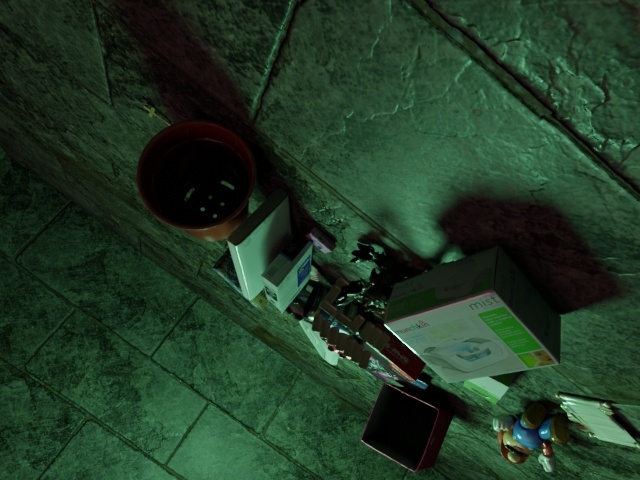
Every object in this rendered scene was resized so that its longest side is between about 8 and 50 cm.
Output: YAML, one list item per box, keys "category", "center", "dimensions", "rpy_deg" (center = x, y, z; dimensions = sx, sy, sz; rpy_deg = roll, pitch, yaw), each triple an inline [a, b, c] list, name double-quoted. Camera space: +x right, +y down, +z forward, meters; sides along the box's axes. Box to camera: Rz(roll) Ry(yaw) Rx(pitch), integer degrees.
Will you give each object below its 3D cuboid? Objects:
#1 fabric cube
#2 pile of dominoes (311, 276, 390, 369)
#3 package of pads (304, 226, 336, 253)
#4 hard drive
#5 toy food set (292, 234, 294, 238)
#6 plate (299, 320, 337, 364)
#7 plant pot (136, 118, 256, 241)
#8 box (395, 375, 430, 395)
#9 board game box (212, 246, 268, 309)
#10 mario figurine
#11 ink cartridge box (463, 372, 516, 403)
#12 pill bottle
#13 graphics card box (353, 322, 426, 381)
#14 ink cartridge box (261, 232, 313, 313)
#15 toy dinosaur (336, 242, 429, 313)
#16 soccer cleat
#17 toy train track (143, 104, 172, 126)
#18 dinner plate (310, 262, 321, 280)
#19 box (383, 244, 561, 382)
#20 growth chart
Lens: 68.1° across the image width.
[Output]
- category: "fabric cube"
  center: [0.366, 0.764, 1.949]
  dimensions: [0.259, 0.254, 0.258]
  rpy_deg: [18, 170, 34]
- category: "pile of dominoes"
  center: [0.101, 0.263, 1.504]
  dimensions: [0.251, 0.196, 0.040]
  rpy_deg: [38, 179, -5]
- category: "package of pads"
  center: [0.000, 0.000, 1.309]
  dimensions: [0.083, 0.032, 0.050]
  rpy_deg: [40, 158, -11]
- category: "hard drive"
  center: [-0.155, 0.020, 1.307]
  dimensions: [0.040, 0.203, 0.308]
  rpy_deg: [33, 153, 18]
- category: "toy food set"
  center: [-0.106, -0.008, 1.460]
  dimensions: [0.083, 0.020, 0.083]
  rpy_deg: [25, 156, 24]
- category: "plate"
  center: [-0.019, 0.382, 1.950]
  dimensions: [0.277, 0.045, 0.278]
  rpy_deg: [54, 164, 20]
- category: "plant pot"
  center: [-0.294, -0.123, 1.212]
  dimensions: [0.272, 0.272, 0.265]
  rpy_deg: [34, 165, 4]
- category: "box"
  center: [0.363, 0.558, 1.906]
  dimensions: [0.136, 0.037, 0.225]
  rpy_deg: [28, 159, 16]
- category: "board game box"
  center: [-0.254, 0.115, 1.730]
  dimensions: [0.042, 0.165, 0.243]
  rpy_deg: [3, 141, 53]
- category: "mario figurine"
  center: [0.638, 0.627, 1.466]
  dimensions: [0.321, 0.170, 0.198]
  rpy_deg: [90, 157, -55]
- category: "ink cartridge box"
  center: [0.487, 0.399, 1.374]
  dimensions: [0.108, 0.062, 0.209]
  rpy_deg: [26, 156, 23]
- category: "pill bottle"
  center: [0.063, 0.243, 1.565]
  dimensions: [0.219, 0.123, 0.123]
  rpy_deg: [25, 160, -11]
- category: "graphics card box"
  center: [0.206, 0.421, 1.780]
  dimensions: [0.232, 0.094, 0.371]
  rpy_deg: [39, 159, -7]
- category: "ink cartridge box"
  center: [-0.097, 0.109, 1.435]
  dimensions: [0.065, 0.165, 0.333]
  rpy_deg: [35, 160, 12]
- category: "toy dinosaur"
  center: [0.177, 0.111, 1.190]
  dimensions: [0.218, 0.164, 0.322]
  rpy_deg: [26, 136, -14]
- category: "soccer cleat"
  center: [0.026, 0.278, 1.695]
  dimensions: [0.331, 0.143, 0.116]
  rpy_deg: [39, 130, 9]
- category: "toy train track"
  center: [-0.437, -0.340, 1.278]
  dimensions: [0.083, 0.014, 0.048]
  rpy_deg: [36, 152, -17]
- category: "dinner plate"
  center: [-0.052, 0.086, 1.577]
  dimensions: [0.141, 0.017, 0.141]
  rpy_deg: [29, 156, 14]
- category: "box"
  center: [0.309, 0.160, 0.973]
  dimensions: [0.231, 0.127, 0.262]
  rpy_deg: [44, 136, -21]
- category: "growth chart"
  center: [0.723, 0.473, 1.241]
  dimensions: [0.237, 0.021, 0.172]
  rpy_deg: [44, 157, -21]
